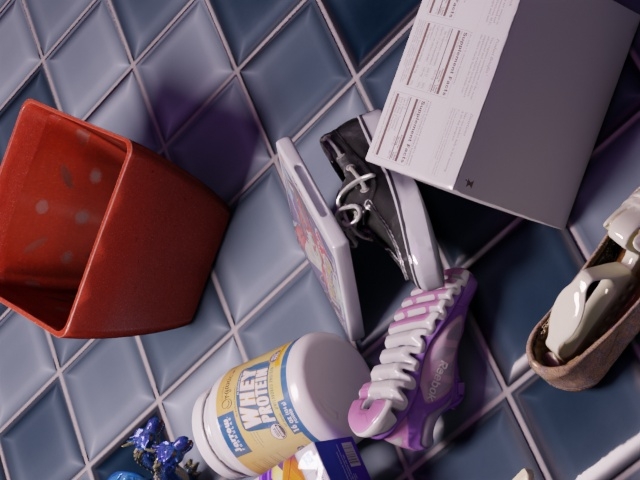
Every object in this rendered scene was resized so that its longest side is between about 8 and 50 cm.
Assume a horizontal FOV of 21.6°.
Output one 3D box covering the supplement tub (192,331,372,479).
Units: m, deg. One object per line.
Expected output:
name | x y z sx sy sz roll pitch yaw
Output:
supplement tub | -0.046 0.206 2.045 0.199 0.144 0.144 -27 60 36

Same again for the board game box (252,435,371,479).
board game box | 0.002 0.433 1.925 0.233 0.078 0.347 -36 69 32

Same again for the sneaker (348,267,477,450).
sneaker | 0.127 0.144 1.940 0.095 0.104 0.236 -13 45 62

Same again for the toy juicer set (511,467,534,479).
toy juicer set | 0.210 0.424 1.776 0.209 0.089 0.329 -30 69 43

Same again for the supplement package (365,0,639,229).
supplement package | 0.206 -0.171 1.869 0.145 0.204 0.262 23 95 46

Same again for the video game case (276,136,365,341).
video game case | 0.000 0.000 2.048 0.023 0.201 0.183 -23 53 -8

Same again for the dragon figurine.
dragon figurine | -0.237 0.350 2.191 0.289 0.144 0.085 -54 47 19

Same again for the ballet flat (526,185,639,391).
ballet flat | 0.324 0.029 1.764 0.107 0.106 0.316 45 109 42

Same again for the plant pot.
plant pot | -0.283 -0.011 2.278 0.267 0.235 0.267 23 95 46

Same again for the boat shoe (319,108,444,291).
boat shoe | 0.065 -0.042 1.986 0.105 0.113 0.306 -20 47 0
